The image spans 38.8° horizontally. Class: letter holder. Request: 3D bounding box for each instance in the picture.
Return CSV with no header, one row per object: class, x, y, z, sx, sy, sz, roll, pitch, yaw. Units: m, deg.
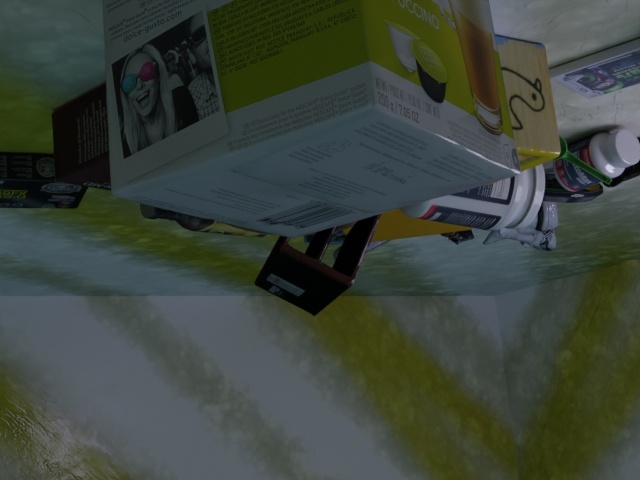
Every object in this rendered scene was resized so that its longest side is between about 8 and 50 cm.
letter holder,0.000,0.000,1.831,0.152,0.214,0.302,28,161,-5

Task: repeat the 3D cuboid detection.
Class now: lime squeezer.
lime squeezer,0.485,-0.195,1.955,0.310,0.110,0.059,18,131,-29

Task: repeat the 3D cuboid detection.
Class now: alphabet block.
alphabet block,0.261,-0.215,1.528,0.192,0.197,0.193,1,166,-30

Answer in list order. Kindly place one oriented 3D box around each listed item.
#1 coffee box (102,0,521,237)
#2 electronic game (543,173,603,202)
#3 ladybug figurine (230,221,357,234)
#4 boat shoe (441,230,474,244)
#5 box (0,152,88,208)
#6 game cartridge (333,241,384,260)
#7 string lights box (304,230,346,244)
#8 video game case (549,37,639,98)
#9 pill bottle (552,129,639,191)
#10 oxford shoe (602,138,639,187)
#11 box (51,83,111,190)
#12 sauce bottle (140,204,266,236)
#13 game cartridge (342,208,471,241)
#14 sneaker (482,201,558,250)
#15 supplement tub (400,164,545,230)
coffee box,-0.012,-0.219,1.057,0.338,0.334,0.337,-15,164,32
electronic game,0.574,-0.134,2.225,0.229,0.048,0.229,2,-164,-1
ladybug figurine,-0.060,-0.118,1.916,0.305,0.162,0.449,-16,164,31
boat shoe,0.378,-0.028,2.650,0.183,0.083,0.065,-11,170,-37
box,-0.631,-0.122,1.898,0.270,0.060,0.216,0,167,-24
game cartridge,0.191,-0.028,2.490,0.297,0.062,0.198,-26,173,-25
string lights box,0.044,-0.053,2.481,0.133,0.077,0.259,-2,168,-14
video game case,0.536,-0.308,1.634,0.190,0.022,0.173,-15,165,38
pill bottle,0.624,-0.184,2.049,0.108,0.108,0.180,2,165,-31
oxford shoe,0.765,-0.200,2.152,0.096,0.083,0.227,-21,176,-26
box,-0.272,-0.194,1.540,0.381,0.143,0.191,-14,166,41
sauce bottle,-0.268,-0.073,2.180,0.344,0.111,0.111,7,163,-41
game cartridge,0.180,-0.092,2.198,0.323,0.053,0.285,-8,149,19
sneaker,0.564,-0.050,2.604,0.210,0.137,0.366,-7,163,10
supplement tub,0.309,-0.124,1.908,0.272,0.191,0.191,9,164,-18
